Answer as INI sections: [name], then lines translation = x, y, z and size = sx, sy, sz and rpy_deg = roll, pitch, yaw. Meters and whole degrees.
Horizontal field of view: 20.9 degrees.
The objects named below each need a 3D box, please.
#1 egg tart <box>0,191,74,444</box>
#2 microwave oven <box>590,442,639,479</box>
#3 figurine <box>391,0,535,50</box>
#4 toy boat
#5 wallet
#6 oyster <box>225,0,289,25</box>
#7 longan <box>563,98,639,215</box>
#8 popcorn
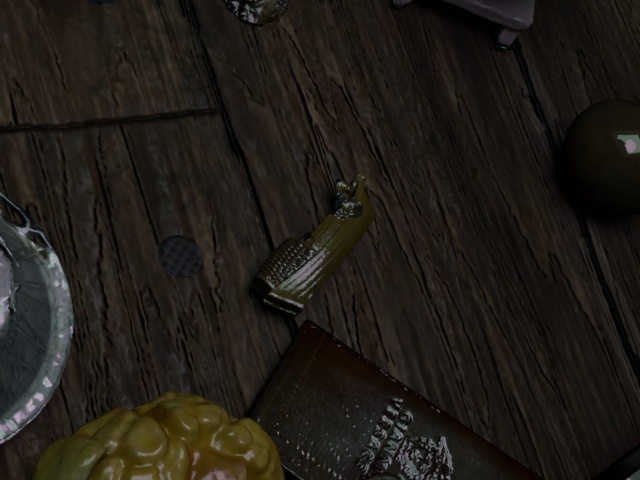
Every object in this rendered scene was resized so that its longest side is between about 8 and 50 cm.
[egg tart]
translation = -0.286, 0.048, 1.235
size = 0.234, 0.094, 0.234
rpy_deg = 9, 65, -19
[microwave oven]
translation = 0.320, 0.220, 1.401
size = 0.205, 0.129, 0.163
rpy_deg = -28, 77, -32
[figurine]
translation = 0.177, -0.280, 1.506
size = 0.182, 0.257, 0.144
rpy_deg = 38, 59, -5
[toy boat]
translation = 0.000, 0.000, 1.412
size = 0.049, 0.047, 0.149
rpy_deg = 40, 57, -1
[wallet]
translation = 0.063, 0.181, 1.361
size = 0.255, 0.031, 0.137
rpy_deg = 34, 57, -6
[oyster]
translation = -0.065, -0.226, 1.510
size = 0.054, 0.019, 0.083
rpy_deg = -36, 84, -33
[longan]
translation = 0.267, -0.073, 1.546
size = 0.106, 0.106, 0.119
rpy_deg = 58, 16, 10
[popcorn]
translation = -0.127, 0.187, 1.210
size = 0.163, 0.140, 0.194
rpy_deg = 39, 55, -9
